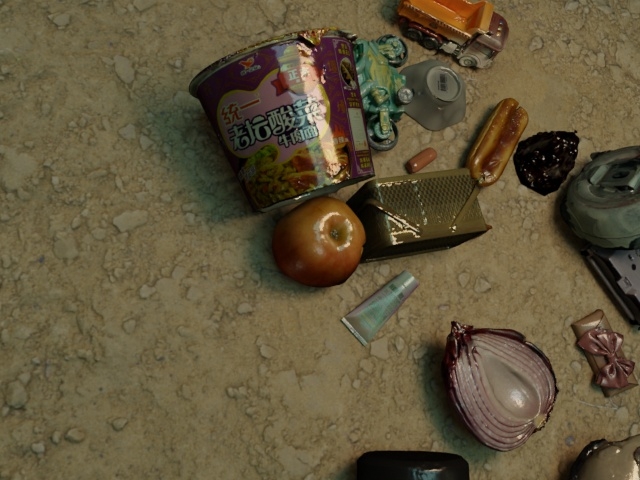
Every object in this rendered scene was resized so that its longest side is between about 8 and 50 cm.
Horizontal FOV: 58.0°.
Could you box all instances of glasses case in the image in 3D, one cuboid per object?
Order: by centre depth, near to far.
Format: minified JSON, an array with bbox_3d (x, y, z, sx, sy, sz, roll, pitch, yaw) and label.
[{"bbox_3d":[0.654,0.263,1.323,0.103,0.070,0.193,-21,83,-20],"label":"glasses case"}]

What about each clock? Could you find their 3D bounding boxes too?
[{"bbox_3d":[0.769,0.071,1.402,0.186,0.083,0.253,-35,89,-21],"label":"clock"}]

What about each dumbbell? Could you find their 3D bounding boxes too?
[{"bbox_3d":[0.168,0.551,1.028,0.204,0.204,0.322,5,75,-16],"label":"dumbbell"}]

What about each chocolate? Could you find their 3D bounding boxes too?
[{"bbox_3d":[0.559,-0.206,1.382,0.156,0.133,0.156,4,74,-14],"label":"chocolate"}]

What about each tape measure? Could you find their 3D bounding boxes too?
[{"bbox_3d":[0.699,-0.104,1.332,0.256,0.275,0.147,-49,120,-17],"label":"tape measure"}]

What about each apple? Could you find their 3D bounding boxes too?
[{"bbox_3d":[0.000,0.000,1.128,0.199,0.199,0.199,4,75,-16],"label":"apple"}]

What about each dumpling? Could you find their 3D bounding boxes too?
[{"bbox_3d":[0.598,0.526,1.209,0.164,0.204,0.292,28,84,23],"label":"dumpling"}]

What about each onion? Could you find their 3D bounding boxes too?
[{"bbox_3d":[0.341,0.278,1.194,0.227,0.120,0.283,-38,93,-20],"label":"onion"}]

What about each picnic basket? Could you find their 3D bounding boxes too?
[{"bbox_3d":[0.196,-0.051,1.210,0.267,0.165,0.139,-8,77,-20],"label":"picnic basket"}]

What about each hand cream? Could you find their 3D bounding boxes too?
[{"bbox_3d":[0.130,0.135,1.211,0.174,0.047,0.076,-42,92,-13],"label":"hand cream"}]

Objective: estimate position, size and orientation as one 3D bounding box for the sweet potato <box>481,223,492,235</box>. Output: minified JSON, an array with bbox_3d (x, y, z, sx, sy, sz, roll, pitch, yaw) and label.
[{"bbox_3d":[0.352,-0.022,1.322,0.095,0.034,0.034,-18,82,-21],"label":"sweet potato"}]

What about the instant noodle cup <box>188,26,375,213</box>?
[{"bbox_3d":[-0.051,-0.210,1.103,0.340,0.340,0.265,-18,90,-21],"label":"instant noodle cup"}]

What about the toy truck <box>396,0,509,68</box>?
[{"bbox_3d":[0.314,-0.525,1.383,0.271,0.135,0.114,23,70,-11],"label":"toy truck"}]

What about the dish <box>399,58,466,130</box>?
[{"bbox_3d":[0.278,-0.358,1.367,0.191,0.066,0.190,4,75,-17],"label":"dish"}]

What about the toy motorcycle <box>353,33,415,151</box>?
[{"bbox_3d":[0.106,-0.344,1.290,0.199,0.109,0.296,6,74,-12],"label":"toy motorcycle"}]

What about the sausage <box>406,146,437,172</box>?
[{"bbox_3d":[0.233,-0.185,1.326,0.083,0.034,0.034,-34,88,-23],"label":"sausage"}]

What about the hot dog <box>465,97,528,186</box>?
[{"bbox_3d":[0.417,-0.234,1.378,0.100,0.068,0.249,40,70,-18],"label":"hot dog"}]
